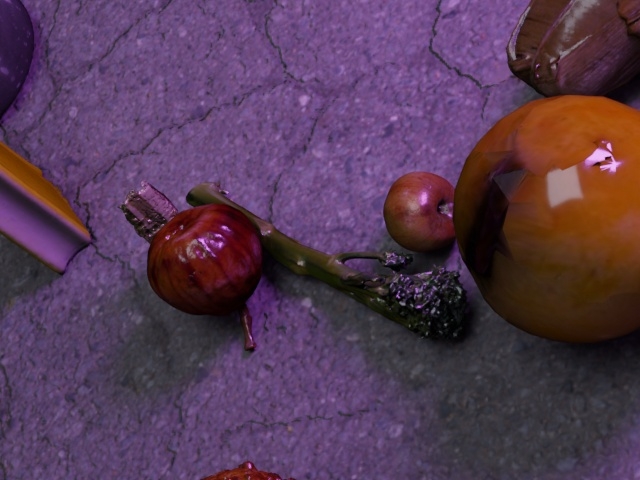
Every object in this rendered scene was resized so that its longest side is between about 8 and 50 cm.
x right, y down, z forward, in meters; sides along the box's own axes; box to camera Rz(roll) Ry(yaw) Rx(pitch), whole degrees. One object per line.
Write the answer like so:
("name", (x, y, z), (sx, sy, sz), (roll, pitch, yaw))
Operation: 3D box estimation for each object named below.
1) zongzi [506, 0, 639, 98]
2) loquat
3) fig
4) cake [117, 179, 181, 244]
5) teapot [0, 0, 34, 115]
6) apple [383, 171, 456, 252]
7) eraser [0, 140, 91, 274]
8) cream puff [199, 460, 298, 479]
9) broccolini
("zongzi", (0.355, -0.224, 1.748), (0.300, 0.145, 0.274), (25, 86, 31))
("loquat", (0.234, -0.020, 1.660), (0.235, 0.235, 0.235), (-14, 61, 25))
("fig", (-0.108, 0.028, 1.899), (0.150, 0.128, 0.128), (32, 85, 9))
("cake", (-0.171, -0.017, 1.969), (0.051, 0.140, 0.055), (-40, 37, -2))
("teapot", (-0.509, -0.302, 2.213), (0.223, 0.285, 0.305), (-15, 61, 24))
("apple", (0.102, -0.028, 1.839), (0.071, 0.084, 0.084), (-19, 56, 47))
("eraser", (-0.370, -0.071, 2.056), (0.069, 0.226, 0.158), (-44, 50, 3))
("cream puff", (-0.074, 0.324, 1.717), (0.240, 0.164, 0.240), (-15, 51, 19))
("broccolini", (0.003, 0.002, 1.893), (0.074, 0.079, 0.392), (-42, 48, -21))
